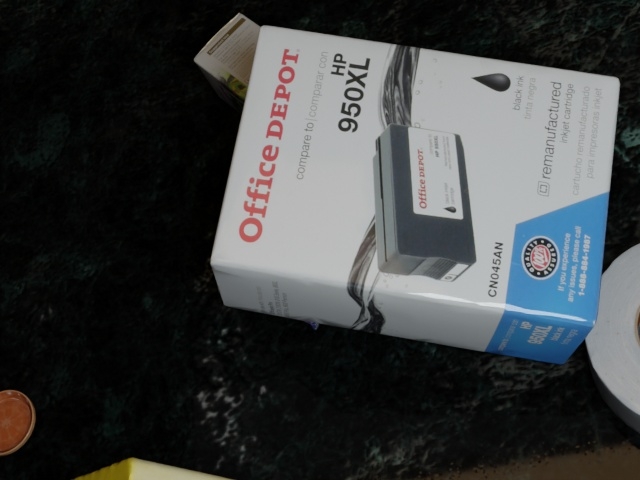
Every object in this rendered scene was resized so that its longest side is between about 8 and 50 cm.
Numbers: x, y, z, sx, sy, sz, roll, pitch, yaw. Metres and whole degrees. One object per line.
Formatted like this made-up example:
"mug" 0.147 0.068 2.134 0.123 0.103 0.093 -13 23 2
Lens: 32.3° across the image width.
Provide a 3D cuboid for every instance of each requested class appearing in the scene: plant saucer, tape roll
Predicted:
"plant saucer" -0.392 0.228 1.377 0.083 0.013 0.083 -7 62 14
"tape roll" 0.389 0.103 1.154 0.219 0.072 0.219 -7 63 14

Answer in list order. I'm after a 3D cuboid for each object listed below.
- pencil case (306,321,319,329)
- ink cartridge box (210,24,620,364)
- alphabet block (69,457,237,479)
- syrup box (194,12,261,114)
"pencil case" 0.000 0.000 1.322 0.086 0.088 0.206 17 70 27
"ink cartridge box" 0.101 -0.049 1.203 0.394 0.166 0.286 9 71 4
"alphabet block" -0.152 0.337 1.097 0.193 0.197 0.192 -31 47 48
"syrup box" -0.046 -0.186 1.427 0.237 0.093 0.096 38 81 29
